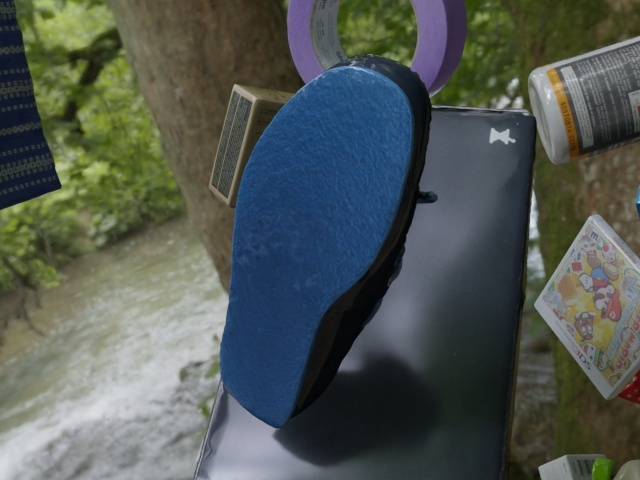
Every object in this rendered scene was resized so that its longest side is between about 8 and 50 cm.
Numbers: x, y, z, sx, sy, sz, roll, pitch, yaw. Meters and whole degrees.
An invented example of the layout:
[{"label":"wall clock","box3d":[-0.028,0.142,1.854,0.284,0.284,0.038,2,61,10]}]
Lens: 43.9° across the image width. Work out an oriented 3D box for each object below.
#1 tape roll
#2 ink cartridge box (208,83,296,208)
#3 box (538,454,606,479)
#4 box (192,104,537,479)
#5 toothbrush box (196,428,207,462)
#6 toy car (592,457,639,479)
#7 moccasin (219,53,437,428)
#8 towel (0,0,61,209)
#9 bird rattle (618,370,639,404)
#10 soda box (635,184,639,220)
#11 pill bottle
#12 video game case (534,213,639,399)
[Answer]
[{"label":"tape roll","box3d":[0.086,-0.333,1.247,0.274,0.275,0.090,-6,16,34]},{"label":"ink cartridge box","box3d":[-0.057,-0.155,1.376,0.234,0.193,0.088,2,25,-39]},{"label":"box","box3d":[0.485,0.463,1.493,0.101,0.102,0.087,7,-32,-24]},{"label":"box","box3d":[0.100,0.162,0.988,0.297,0.472,0.480,6,61,14]},{"label":"toothbrush box","box3d":[-0.045,0.353,1.434,0.126,0.295,0.216,-36,27,46]},{"label":"toy car","box3d":[0.525,0.467,1.288,0.155,0.188,0.149,2,36,35]},{"label":"moccasin","box3d":[0.000,0.000,0.619,0.137,0.342,0.117,40,42,16]},{"label":"towel","box3d":[-0.329,-0.175,0.646,0.040,0.336,0.243,-3,15,23]},{"label":"bird rattle","box3d":[0.660,0.211,1.431,0.206,0.254,0.143,3,-9,-12]},{"label":"soda box","box3d":[0.535,-0.031,1.212,0.067,0.210,0.071,8,67,33]},{"label":"pill bottle","box3d":[0.479,-0.230,1.237,0.278,0.162,0.162,-16,17,10]},{"label":"video game case","box3d":[0.447,0.108,1.258,0.026,0.227,0.206,-12,51,-26]}]
